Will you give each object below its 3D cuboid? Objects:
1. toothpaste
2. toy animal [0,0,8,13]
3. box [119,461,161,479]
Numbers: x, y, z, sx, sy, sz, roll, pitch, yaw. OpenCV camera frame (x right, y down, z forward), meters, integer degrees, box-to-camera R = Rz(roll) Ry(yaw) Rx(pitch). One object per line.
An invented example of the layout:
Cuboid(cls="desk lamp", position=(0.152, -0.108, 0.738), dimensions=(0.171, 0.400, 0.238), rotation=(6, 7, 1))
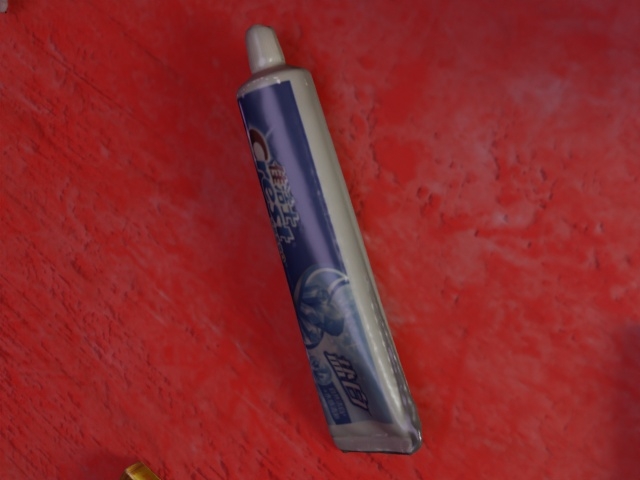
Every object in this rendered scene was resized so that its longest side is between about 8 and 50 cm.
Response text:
Cuboid(cls="toothpaste", position=(-0.001, 0.000, 0.565), dimensions=(0.069, 0.047, 0.268), rotation=(-16, 91, 19))
Cuboid(cls="toy animal", position=(-0.203, -0.252, 0.642), dimensions=(0.127, 0.131, 0.181), rotation=(15, 98, 62))
Cuboid(cls="box", position=(-0.099, 0.241, 0.665), dimensions=(0.156, 0.022, 0.089), rotation=(37, 112, 22))
